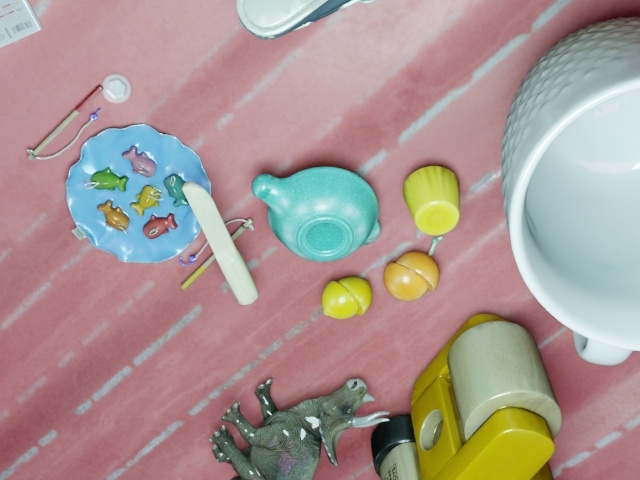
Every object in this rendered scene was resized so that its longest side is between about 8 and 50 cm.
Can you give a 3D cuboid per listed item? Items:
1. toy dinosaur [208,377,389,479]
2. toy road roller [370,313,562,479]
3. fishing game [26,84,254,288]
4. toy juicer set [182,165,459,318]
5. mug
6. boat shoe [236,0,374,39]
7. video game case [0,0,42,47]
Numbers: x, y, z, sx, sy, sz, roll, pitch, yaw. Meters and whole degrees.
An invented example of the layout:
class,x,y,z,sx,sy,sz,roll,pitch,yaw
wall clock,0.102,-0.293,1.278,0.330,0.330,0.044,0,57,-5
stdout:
class,x,y,z,sx,sy,sz,roll,pitch,yaw
toy dinosaur,-0.064,0.293,1.425,0.160,0.121,0.313,42,114,13
toy road roller,0.226,0.280,1.365,0.241,0.202,0.329,21,122,-19
fishing game,-0.229,-0.052,1.325,0.189,0.041,0.264,-39,107,18
toy juicer set,0.000,0.000,1.310,0.329,0.089,0.209,1,129,-4
mug,0.317,-0.046,1.118,0.276,0.328,0.374,5,117,3
boat shoe,0.027,-0.296,1.156,0.254,0.079,0.095,-34,95,4
video game case,-0.389,-0.284,1.240,0.087,0.011,0.122,-19,113,14
